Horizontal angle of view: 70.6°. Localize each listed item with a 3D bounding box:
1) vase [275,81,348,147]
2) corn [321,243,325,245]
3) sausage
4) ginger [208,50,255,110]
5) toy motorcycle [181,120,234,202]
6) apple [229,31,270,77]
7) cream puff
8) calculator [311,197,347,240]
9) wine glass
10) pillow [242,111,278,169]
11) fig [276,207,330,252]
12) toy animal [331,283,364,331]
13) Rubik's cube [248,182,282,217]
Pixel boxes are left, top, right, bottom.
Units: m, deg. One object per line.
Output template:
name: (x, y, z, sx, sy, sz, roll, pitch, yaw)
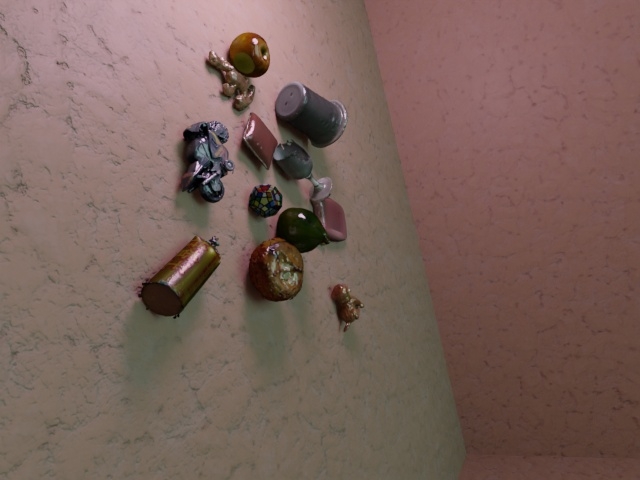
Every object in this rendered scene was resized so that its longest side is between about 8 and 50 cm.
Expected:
vase: (-0.047, -0.589, 2.077, 0.291, 0.244, 0.245, 17, 64, -53)
corn: (0.000, 0.000, 2.120, 0.083, 0.027, 0.028, 36, 61, -54)
sausage: (-0.372, 0.082, 1.309, 0.125, 0.117, 0.317, 31, 38, 0)
ginger: (-0.338, -0.603, 1.726, 0.258, 0.065, 0.150, 41, 47, -51)
toy motorcycle: (-0.377, -0.275, 1.481, 0.173, 0.108, 0.308, 24, 59, -46)
apple: (-0.283, -0.739, 1.803, 0.163, 0.147, 0.147, 68, 32, -43)
cream puff: (-0.164, 0.106, 1.644, 0.239, 0.163, 0.241, 2, 87, -50)
calculator: (0.059, -0.106, 2.252, 0.329, 0.048, 0.220, 13, 65, -61)
wine glass: (-0.075, -0.306, 2.004, 0.321, 0.143, 0.144, 41, 45, -46)
pillow: (-0.243, -0.392, 1.791, 0.179, 0.075, 0.172, 48, 40, -41)
fig: (-0.058, -0.038, 1.816, 0.195, 0.244, 0.196, -15, 108, -57)
toy animal: (0.110, 0.305, 2.125, 0.185, 0.104, 0.184, 63, 38, -34)
Rubik's cube: (-0.208, -0.151, 1.718, 0.112, 0.133, 0.133, -55, 130, -24)
